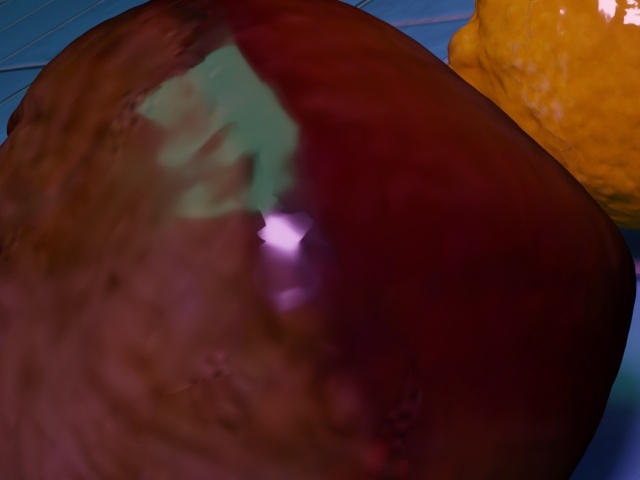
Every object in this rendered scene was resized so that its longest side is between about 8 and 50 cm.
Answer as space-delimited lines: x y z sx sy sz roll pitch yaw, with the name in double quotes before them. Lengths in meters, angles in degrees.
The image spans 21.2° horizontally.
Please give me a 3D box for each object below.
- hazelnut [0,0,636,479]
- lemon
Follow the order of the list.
"hazelnut" -0.003 0.028 0.499 0.208 0.208 0.208 -25 18 9
"lemon" 0.138 -0.077 0.614 0.187 0.142 0.142 -17 18 3
